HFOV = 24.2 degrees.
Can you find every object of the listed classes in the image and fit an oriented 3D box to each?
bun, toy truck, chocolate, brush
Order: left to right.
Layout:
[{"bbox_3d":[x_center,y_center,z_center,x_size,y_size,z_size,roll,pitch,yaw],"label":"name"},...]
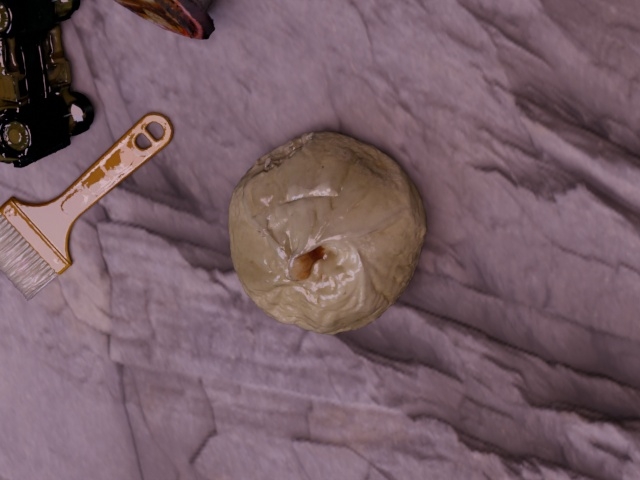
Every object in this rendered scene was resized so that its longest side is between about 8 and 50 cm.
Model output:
[{"bbox_3d":[-0.332,-0.211,1.582,0.127,0.127,0.257,-2,106,24],"label":"toy truck"},{"bbox_3d":[-0.268,-0.050,1.671,0.272,0.013,0.103,-39,97,15],"label":"brush"},{"bbox_3d":[-0.161,-0.307,1.516,0.221,0.221,0.147,36,82,-3],"label":"chocolate"},{"bbox_3d":[0.000,0.000,1.582,0.220,0.134,0.220,2,106,6],"label":"bun"}]
